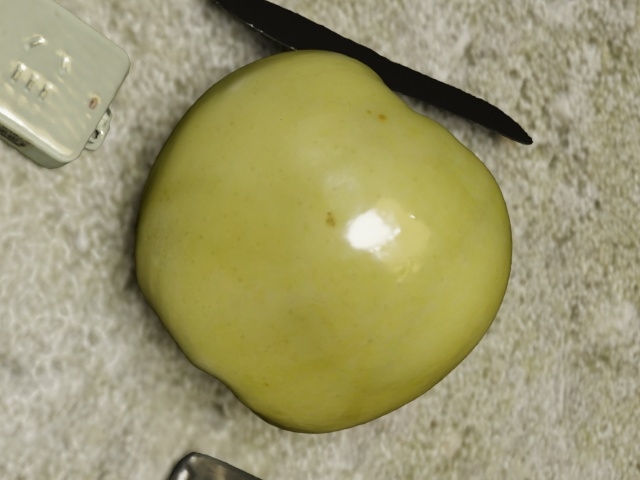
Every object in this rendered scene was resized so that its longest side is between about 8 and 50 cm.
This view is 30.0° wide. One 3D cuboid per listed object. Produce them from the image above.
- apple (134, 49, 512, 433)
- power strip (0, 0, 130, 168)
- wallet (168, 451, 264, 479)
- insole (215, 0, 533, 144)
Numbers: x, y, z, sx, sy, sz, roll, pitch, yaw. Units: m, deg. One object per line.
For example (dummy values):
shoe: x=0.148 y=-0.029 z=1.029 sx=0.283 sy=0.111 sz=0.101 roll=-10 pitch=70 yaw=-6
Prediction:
apple: x=0.000 y=0.000 z=0.848 sx=0.262 sy=0.262 sz=0.262 roll=2 pitch=87 yaw=-29
power strip: x=-0.277 y=-0.167 z=0.803 sx=0.338 sy=0.058 sz=0.098 roll=34 pitch=72 yaw=-23
wallet: x=-0.063 y=0.351 z=0.907 sx=0.247 sy=0.041 sz=0.322 roll=28 pitch=77 yaw=-23
insole: x=0.048 y=-0.139 z=0.969 sx=0.322 sy=0.109 sz=0.007 roll=19 pitch=115 yaw=-31
